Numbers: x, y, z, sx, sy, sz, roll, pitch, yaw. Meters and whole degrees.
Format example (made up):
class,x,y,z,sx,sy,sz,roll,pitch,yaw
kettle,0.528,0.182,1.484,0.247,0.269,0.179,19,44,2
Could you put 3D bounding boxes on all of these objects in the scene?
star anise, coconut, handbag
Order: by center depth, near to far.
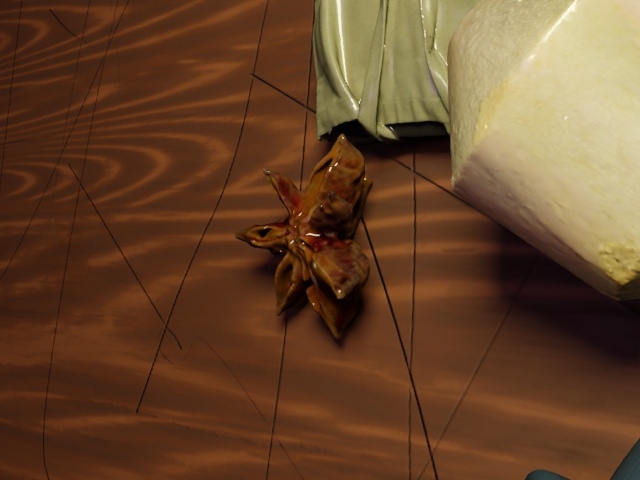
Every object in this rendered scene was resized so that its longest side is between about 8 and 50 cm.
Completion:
class,x,y,z,sx,sy,sz,roll,pitch,yaw
coconut,0.207,-0.099,0.596,0.244,0.239,0.239,38,106,6
handbag,0.104,-0.231,0.827,0.315,0.109,0.253,-1,88,43
star anise,-0.001,0.004,0.869,0.212,0.111,0.196,-42,49,34

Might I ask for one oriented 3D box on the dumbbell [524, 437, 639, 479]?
class,x,y,z,sx,sy,sz,roll,pitch,yaw
dumbbell,0.268,0.151,0.576,0.143,0.156,0.316,34,104,10
